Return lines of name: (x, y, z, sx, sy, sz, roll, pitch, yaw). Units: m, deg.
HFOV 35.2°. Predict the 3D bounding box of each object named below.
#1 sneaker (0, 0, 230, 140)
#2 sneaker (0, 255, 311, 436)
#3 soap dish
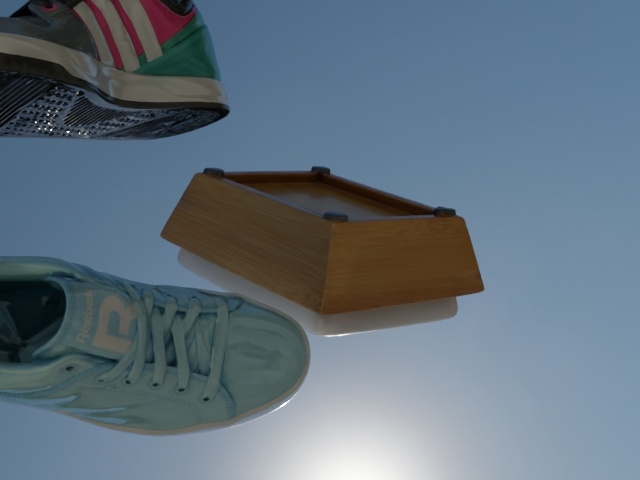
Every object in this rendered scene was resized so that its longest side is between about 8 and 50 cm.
sneaker: (-0.182, -0.174, 0.722, 0.295, 0.124, 0.178, -4, -103, -62)
sneaker: (-0.171, 0.086, 0.805, 0.366, 0.150, 0.135, 4, -103, -17)
soap dish: (0.000, 0.000, 1.091, 0.229, 0.291, 0.118, -4, -73, -40)
